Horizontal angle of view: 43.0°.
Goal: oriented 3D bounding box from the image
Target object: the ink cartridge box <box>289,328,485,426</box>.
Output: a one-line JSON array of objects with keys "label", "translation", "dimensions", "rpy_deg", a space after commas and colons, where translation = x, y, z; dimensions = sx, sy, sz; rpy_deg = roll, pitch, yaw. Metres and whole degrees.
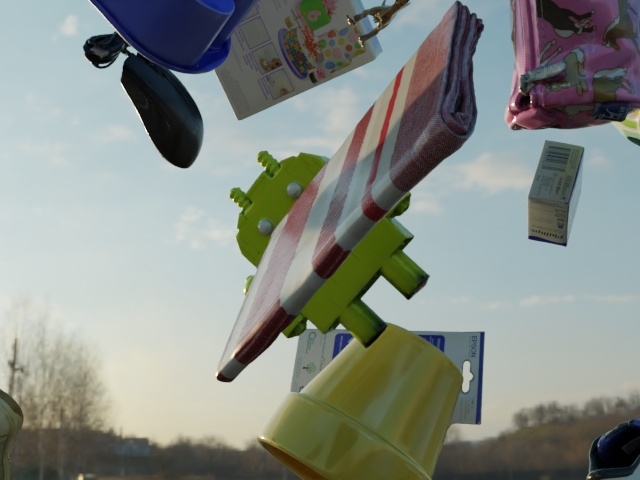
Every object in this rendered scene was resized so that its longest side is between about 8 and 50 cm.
[{"label": "ink cartridge box", "translation": [0.114, 0.236, 1.381], "dimensions": [0.332, 0.165, 0.065], "rpy_deg": [-1, -29, 20]}]

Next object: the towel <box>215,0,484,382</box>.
[{"label": "towel", "translation": [0.026, -0.037, 0.713], "dimensions": [0.037, 0.237, 0.329], "rpy_deg": [33, -54, -10]}]

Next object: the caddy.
[{"label": "caddy", "translation": [-0.249, -0.410, 1.217], "dimensions": [0.341, 0.241, 0.179], "rpy_deg": [48, -51, -10]}]

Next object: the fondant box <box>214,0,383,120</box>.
[{"label": "fondant box", "translation": [-0.071, -0.422, 1.669], "dimensions": [0.330, 0.238, 0.096], "rpy_deg": [-20, 13, 22]}]

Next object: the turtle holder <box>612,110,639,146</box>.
[{"label": "turtle holder", "translation": [0.527, -0.265, 1.230], "dimensions": [0.243, 0.227, 0.320], "rpy_deg": [-20, -53, 31]}]

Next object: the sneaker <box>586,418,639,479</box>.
[{"label": "sneaker", "translation": [0.460, 0.326, 1.065], "dimensions": [0.315, 0.182, 0.127], "rpy_deg": [7, -28, -34]}]

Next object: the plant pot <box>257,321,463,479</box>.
[{"label": "plant pot", "translation": [0.078, 0.256, 1.166], "dimensions": [0.254, 0.239, 0.254], "rpy_deg": [31, -18, 11]}]

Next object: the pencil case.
[{"label": "pencil case", "translation": [0.271, -0.318, 0.906], "dimensions": [0.160, 0.386, 0.167], "rpy_deg": [-4, 5, 11]}]

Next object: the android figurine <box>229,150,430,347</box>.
[{"label": "android figurine", "translation": [0.000, 0.000, 1.032], "dimensions": [0.248, 0.273, 0.056], "rpy_deg": [-49, -13, 16]}]

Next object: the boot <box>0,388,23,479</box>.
[{"label": "boot", "translation": [-0.501, 0.332, 1.066], "dimensions": [0.095, 0.203, 0.262], "rpy_deg": [36, -54, 5]}]

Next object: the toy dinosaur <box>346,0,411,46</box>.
[{"label": "toy dinosaur", "translation": [0.091, -0.332, 1.210], "dimensions": [0.092, 0.053, 0.183], "rpy_deg": [-27, 11, -1]}]

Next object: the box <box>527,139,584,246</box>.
[{"label": "box", "translation": [0.409, -0.080, 1.415], "dimensions": [0.072, 0.126, 0.137], "rpy_deg": [13, -27, 21]}]

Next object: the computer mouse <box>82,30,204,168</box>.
[{"label": "computer mouse", "translation": [-0.278, -0.253, 1.402], "dimensions": [0.072, 0.272, 0.188], "rpy_deg": [-23, 17, 24]}]
